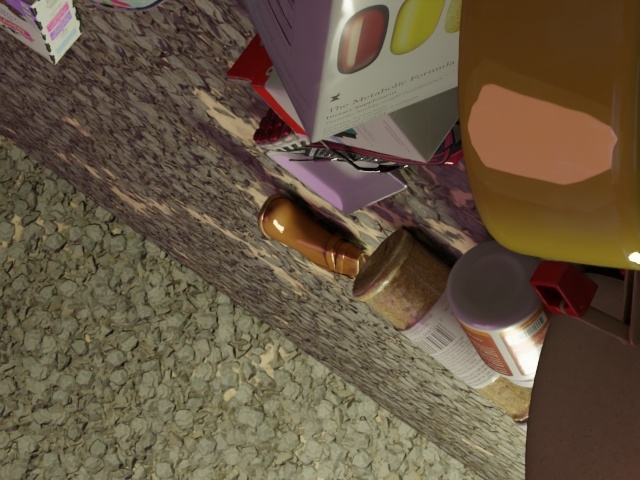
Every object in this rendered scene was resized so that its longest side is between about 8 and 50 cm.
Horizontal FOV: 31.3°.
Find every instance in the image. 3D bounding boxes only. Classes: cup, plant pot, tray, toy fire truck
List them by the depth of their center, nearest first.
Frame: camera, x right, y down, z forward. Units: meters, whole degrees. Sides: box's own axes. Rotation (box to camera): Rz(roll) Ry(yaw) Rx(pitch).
[{"bbox_3d":[0.221,-0.102,0.550,0.239,0.254,0.254,10,156,28],"label":"plant pot"},{"bbox_3d":[0.299,0.048,1.057,0.192,0.135,0.047,40,166,-18],"label":"toy fire truck"},{"bbox_3d":[0.355,0.223,1.248,0.331,0.237,0.331,33,172,5],"label":"cup"},{"bbox_3d":[0.020,-0.101,1.460,0.145,0.030,0.270,38,167,-8],"label":"tray"}]

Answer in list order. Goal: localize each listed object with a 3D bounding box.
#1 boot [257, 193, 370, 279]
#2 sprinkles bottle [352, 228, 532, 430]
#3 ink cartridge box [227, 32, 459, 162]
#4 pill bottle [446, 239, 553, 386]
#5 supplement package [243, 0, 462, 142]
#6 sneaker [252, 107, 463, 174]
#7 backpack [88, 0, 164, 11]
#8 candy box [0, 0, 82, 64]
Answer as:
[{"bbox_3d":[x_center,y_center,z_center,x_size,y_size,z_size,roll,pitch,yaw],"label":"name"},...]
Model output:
[{"bbox_3d":[0.000,0.000,1.778,0.152,0.073,0.197,28,177,33],"label":"boot"},{"bbox_3d":[0.214,0.134,1.597,0.355,0.121,0.121,38,166,-10],"label":"sprinkles bottle"},{"bbox_3d":[0.034,-0.158,1.002,0.231,0.134,0.078,20,160,51],"label":"ink cartridge box"},{"bbox_3d":[0.240,0.099,1.413,0.121,0.121,0.216,26,164,33],"label":"pill bottle"},{"bbox_3d":[0.033,-0.188,0.752,0.244,0.139,0.134,100,146,-73],"label":"supplement package"},{"bbox_3d":[0.032,-0.117,1.182,0.112,0.121,0.299,40,166,-28],"label":"sneaker"},{"bbox_3d":[-0.135,-0.284,0.847,0.253,0.191,0.225,23,161,-28],"label":"backpack"},{"bbox_3d":[-0.433,-0.354,1.609,0.165,0.070,0.196,34,166,6],"label":"candy box"}]
